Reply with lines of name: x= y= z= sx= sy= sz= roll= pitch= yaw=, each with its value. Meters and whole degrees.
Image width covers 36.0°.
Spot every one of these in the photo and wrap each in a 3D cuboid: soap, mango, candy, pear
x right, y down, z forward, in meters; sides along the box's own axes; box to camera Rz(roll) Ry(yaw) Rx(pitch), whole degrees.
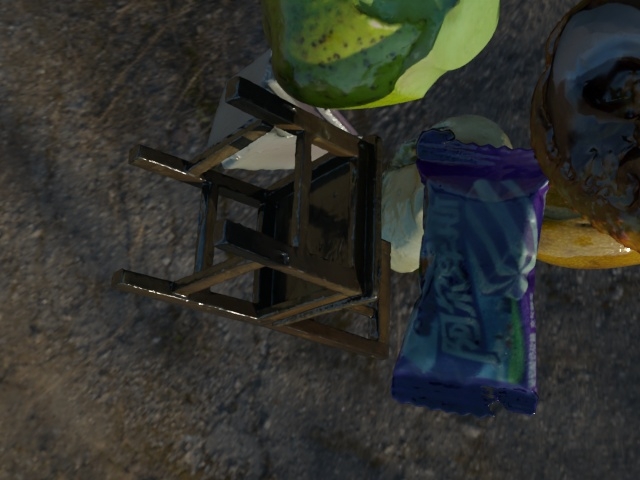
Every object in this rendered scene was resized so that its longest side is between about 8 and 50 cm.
soap: x=-0.062 y=-0.182 z=1.878 sx=0.159 sy=0.258 sz=0.302 roll=-27 pitch=126 yaw=30
mango: x=0.343 y=-0.029 z=1.264 sx=0.294 sy=0.177 sz=0.120 roll=-8 pitch=115 yaw=-4
candy: x=0.146 y=0.028 z=0.934 sx=0.145 sy=0.070 sz=0.275 roll=4 pitch=82 yaw=28
pear: x=0.039 y=-0.278 z=1.050 sx=0.286 sy=0.176 sz=0.282 roll=39 pitch=82 yaw=14

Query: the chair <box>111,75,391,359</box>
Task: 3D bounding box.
chair: x=0.000 y=0.000 z=1.172 sx=0.240 sy=0.416 sz=0.203 roll=-25 pitch=56 yaw=46

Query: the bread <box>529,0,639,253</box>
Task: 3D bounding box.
bread: x=0.203 y=-0.051 z=0.490 sx=0.269 sy=0.095 sz=0.139 roll=34 pitch=107 yaw=49

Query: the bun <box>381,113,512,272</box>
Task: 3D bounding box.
bun: x=0.172 y=-0.085 z=1.545 sx=0.146 sy=0.287 sz=0.287 roll=38 pitch=111 yaw=-7
